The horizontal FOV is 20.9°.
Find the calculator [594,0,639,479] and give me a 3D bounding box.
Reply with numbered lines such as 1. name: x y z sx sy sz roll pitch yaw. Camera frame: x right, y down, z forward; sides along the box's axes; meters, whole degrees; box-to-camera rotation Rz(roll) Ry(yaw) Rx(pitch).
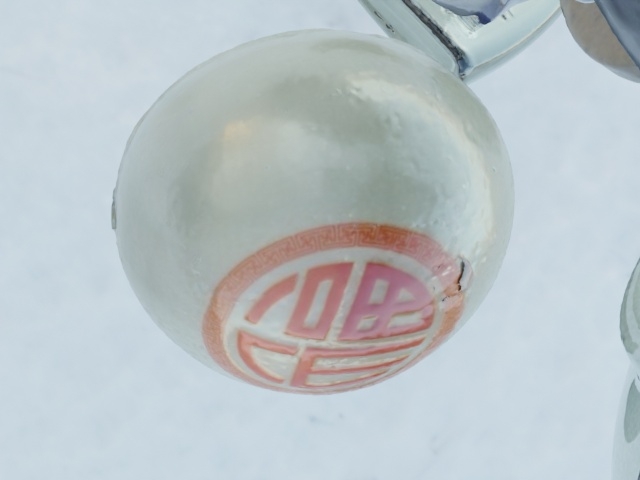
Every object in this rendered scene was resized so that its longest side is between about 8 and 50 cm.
1. calculator: 0.173 0.020 0.282 0.268 0.040 0.177 3 95 13

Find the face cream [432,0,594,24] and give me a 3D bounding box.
1. face cream: -0.011 -0.264 0.921 0.420 0.235 0.137 33 124 -5

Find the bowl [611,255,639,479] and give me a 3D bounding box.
1. bowl: 0.267 0.050 0.791 0.196 0.435 0.435 43 90 -14

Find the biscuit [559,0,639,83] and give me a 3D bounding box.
1. biscuit: 0.345 -0.291 1.352 0.074 0.359 0.381 27 135 -37

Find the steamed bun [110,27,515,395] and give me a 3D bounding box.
1. steamed bun: 0.000 0.000 1.191 0.283 0.177 0.283 -7 139 -6

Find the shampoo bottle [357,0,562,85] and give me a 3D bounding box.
1. shampoo bottle: 0.181 -0.263 1.736 0.284 0.153 0.071 -33 166 -35
